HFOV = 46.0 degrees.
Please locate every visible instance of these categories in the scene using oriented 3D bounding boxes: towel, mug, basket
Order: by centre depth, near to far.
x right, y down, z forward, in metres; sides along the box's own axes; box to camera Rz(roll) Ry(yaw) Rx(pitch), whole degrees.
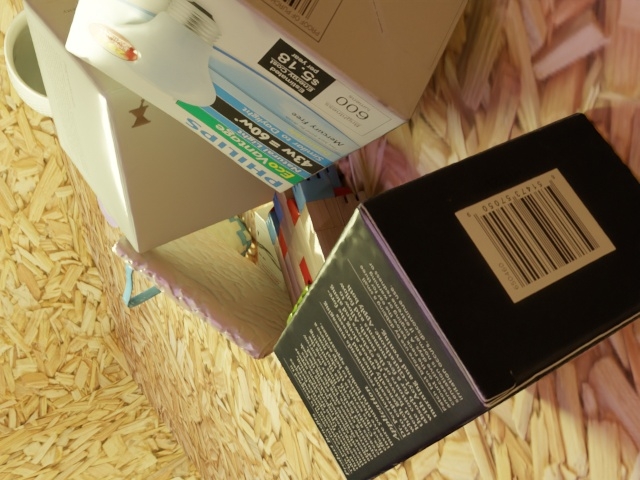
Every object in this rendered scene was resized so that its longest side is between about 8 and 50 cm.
[{"bbox_3d":[-0.186,0.086,1.427,0.331,0.317,0.053,34,103,11],"label":"towel"},{"bbox_3d":[-0.311,0.041,1.709,0.201,0.289,0.255,60,155,13],"label":"basket"},{"bbox_3d":[-0.681,-0.445,2.093,0.374,0.276,0.328,39,164,-13],"label":"mug"}]

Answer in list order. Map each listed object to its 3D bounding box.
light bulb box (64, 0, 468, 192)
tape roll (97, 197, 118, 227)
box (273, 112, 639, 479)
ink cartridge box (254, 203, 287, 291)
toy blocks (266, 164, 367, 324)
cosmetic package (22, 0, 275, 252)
[{"bbox_3d":[-0.076,-0.272,0.894,0.358,0.225,0.361,33,160,-15],"label":"light bulb box"},{"bbox_3d":[-0.544,-0.135,2.051,0.189,0.080,0.189,30,129,46],"label":"tape roll"},{"bbox_3d":[0.152,0.087,0.849,0.212,0.293,0.395,59,154,16],"label":"box"},{"bbox_3d":[-0.077,0.027,1.512,0.104,0.060,0.180,43,146,40],"label":"ink cartridge box"},{"bbox_3d":[0.000,0.000,1.242,0.381,0.190,0.261,116,139,-66],"label":"toy blocks"},{"bbox_3d":[-0.284,-0.258,1.358,0.394,0.329,0.327,46,148,38],"label":"cosmetic package"}]
